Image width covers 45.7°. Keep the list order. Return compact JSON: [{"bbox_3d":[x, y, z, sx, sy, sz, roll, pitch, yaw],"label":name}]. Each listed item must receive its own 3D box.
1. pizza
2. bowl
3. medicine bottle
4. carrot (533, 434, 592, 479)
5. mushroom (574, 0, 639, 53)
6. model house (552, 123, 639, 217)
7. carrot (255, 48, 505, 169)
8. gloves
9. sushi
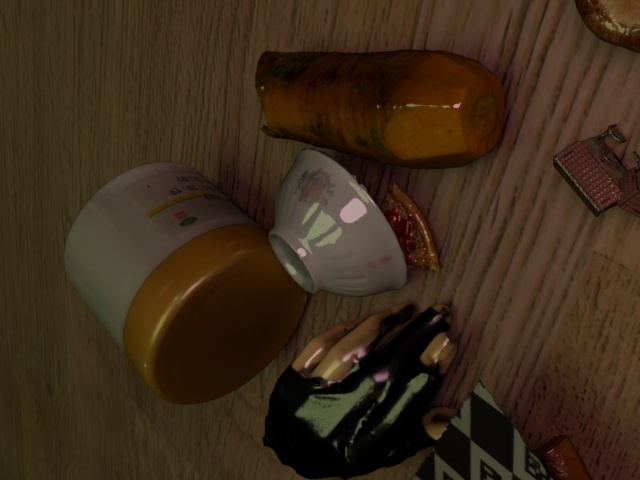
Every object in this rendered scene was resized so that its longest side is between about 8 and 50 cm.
[{"bbox_3d":[0.091,0.000,0.823,0.099,0.029,0.100,43,133,29],"label":"pizza"},{"bbox_3d":[0.000,0.000,0.823,0.189,0.086,0.189,46,160,22],"label":"bowl"},{"bbox_3d":[-0.173,0.049,0.980,0.232,0.238,0.237,42,131,33],"label":"medicine bottle"},{"bbox_3d":[0.251,0.259,0.726,0.048,0.048,0.139,-38,77,48],"label":"carrot"},{"bbox_3d":[0.234,-0.200,0.542,0.127,0.087,0.127,16,114,40],"label":"mushroom"},{"bbox_3d":[0.237,-0.049,0.617,0.083,0.058,0.057,58,138,16],"label":"model house"},{"bbox_3d":[0.042,-0.139,0.767,0.302,0.114,0.114,16,116,45],"label":"carrot"},{"bbox_3d":[0.056,0.183,0.860,0.197,0.152,0.301,38,120,-2],"label":"gloves"},{"bbox_3d":[0.210,0.307,0.731,0.294,0.059,0.292,55,150,31],"label":"sushi"}]
